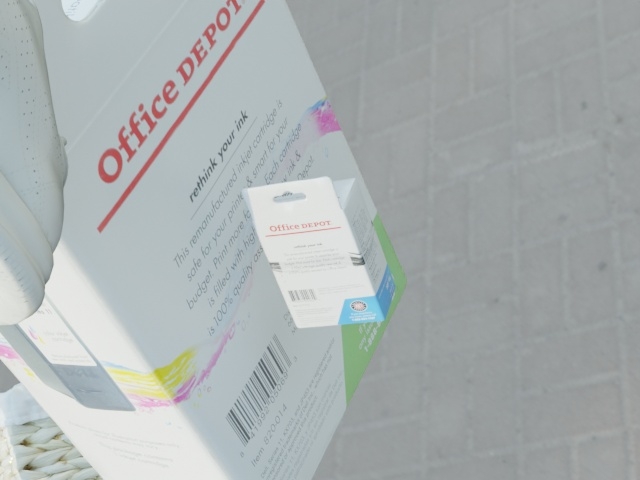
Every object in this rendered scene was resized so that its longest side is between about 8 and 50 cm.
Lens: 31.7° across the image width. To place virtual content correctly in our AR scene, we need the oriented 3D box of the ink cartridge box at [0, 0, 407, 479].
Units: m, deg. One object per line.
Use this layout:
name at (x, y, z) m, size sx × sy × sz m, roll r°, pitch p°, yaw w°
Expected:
ink cartridge box at (-0.089, -0.025, 0.597) m, size 0.119 × 0.353 × 0.207 m, roll 5°, pitch 49°, yaw 31°

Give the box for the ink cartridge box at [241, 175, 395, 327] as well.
ink cartridge box at (0.000, 0.000, 0.539) m, size 0.048 × 0.083 × 0.028 m, roll -7°, pitch 33°, yaw 23°

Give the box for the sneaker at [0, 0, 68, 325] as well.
sneaker at (-0.119, -0.070, 0.322) m, size 0.080 × 0.212 × 0.094 m, roll 8°, pitch 53°, yaw 10°

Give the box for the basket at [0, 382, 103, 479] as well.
basket at (-0.248, 0.313, 1.359) m, size 0.328 × 0.331 × 0.266 m, roll -37°, pitch 64°, yaw 54°
